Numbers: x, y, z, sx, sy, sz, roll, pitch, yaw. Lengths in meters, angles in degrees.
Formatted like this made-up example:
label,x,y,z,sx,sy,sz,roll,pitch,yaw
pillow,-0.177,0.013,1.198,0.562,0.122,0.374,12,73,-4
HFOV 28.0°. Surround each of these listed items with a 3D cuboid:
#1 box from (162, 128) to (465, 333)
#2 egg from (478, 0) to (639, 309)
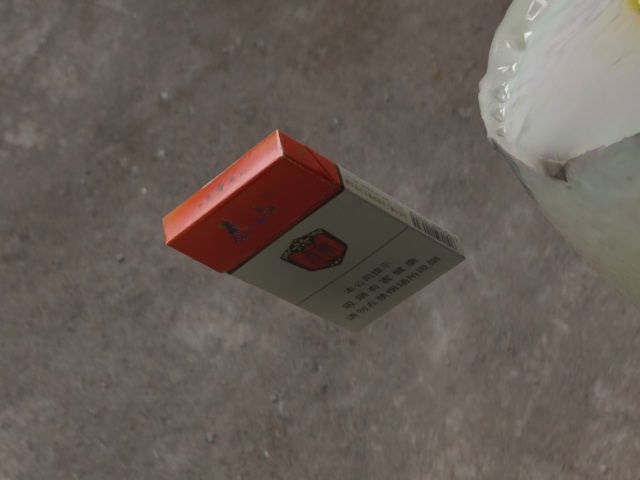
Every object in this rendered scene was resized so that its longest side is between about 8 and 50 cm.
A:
label,x,y,z,sx,sy,sz,roll,pitch,yaw
box,0.000,0.000,1.091,0.139,0.245,0.035,-35,50,25
egg,0.306,-0.067,0.619,0.340,0.354,0.354,40,69,-18
